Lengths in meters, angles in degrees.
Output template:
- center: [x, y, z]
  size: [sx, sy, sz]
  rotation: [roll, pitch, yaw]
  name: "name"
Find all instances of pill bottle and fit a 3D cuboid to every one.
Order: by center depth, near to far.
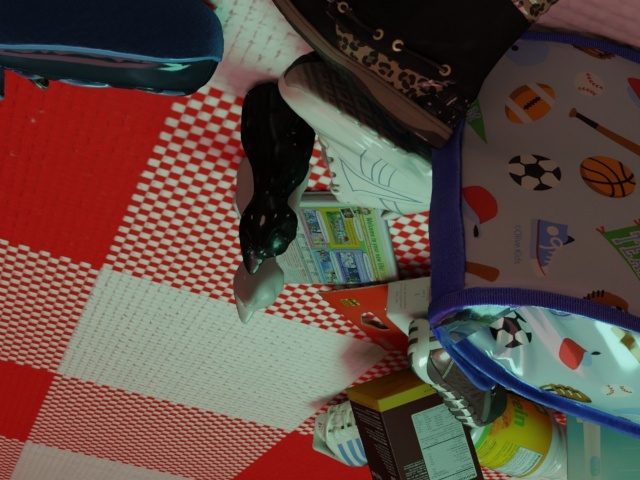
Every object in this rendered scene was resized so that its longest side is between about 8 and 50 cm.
- center: [0.331, 0.340, 1.674]
  size: [0.245, 0.136, 0.136]
  rotation: [23, 146, -25]
  name: "pill bottle"

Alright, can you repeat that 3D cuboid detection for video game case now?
- center: [0.000, 0.000, 1.292]
  size: [0.193, 0.023, 0.212]
  rotation: [0, 148, 13]
  name: "video game case"

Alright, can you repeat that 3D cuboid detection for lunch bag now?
- center: [0.267, -0.007, 0.930]
  size: [0.385, 0.328, 0.239]
  rotation: [21, 146, -24]
  name: "lunch bag"

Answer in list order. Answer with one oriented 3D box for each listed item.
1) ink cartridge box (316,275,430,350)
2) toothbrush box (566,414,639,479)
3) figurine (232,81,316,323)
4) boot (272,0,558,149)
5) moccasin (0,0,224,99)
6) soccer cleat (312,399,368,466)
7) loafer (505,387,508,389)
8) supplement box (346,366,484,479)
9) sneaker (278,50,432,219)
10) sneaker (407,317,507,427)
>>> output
- center: [0.156, 0.136, 1.426]
  size: [0.239, 0.060, 0.275]
  rotation: [-10, 151, 25]
  name: "ink cartridge box"
- center: [0.518, 0.372, 1.530]
  size: [0.216, 0.295, 0.126]
  rotation: [-11, 144, 28]
  name: "toothbrush box"
- center: [-0.060, -0.031, 1.070]
  size: [0.092, 0.209, 0.215]
  rotation: [10, 150, -3]
  name: "figurine"
- center: [0.076, -0.217, 0.844]
  size: [0.178, 0.236, 0.085]
  rotation: [-48, 165, 12]
  name: "boot"
- center: [-0.270, -0.191, 0.925]
  size: [0.342, 0.138, 0.117]
  rotation: [14, 153, -9]
  name: "moccasin"
- center: [0.068, 0.344, 1.761]
  size: [0.143, 0.116, 0.331]
  rotation: [14, 148, -7]
  name: "soccer cleat"
- center: [0.286, 0.231, 1.586]
  size: [0.148, 0.050, 0.056]
  rotation: [17, 148, -15]
  name: "loafer"
- center: [0.149, 0.318, 1.524]
  size: [0.129, 0.194, 0.191]
  rotation: [-16, 180, -14]
  name: "supplement box"
- center: [0.048, -0.090, 0.995]
  size: [0.129, 0.111, 0.297]
  rotation: [-29, 142, 25]
  name: "sneaker"
- center: [0.247, 0.182, 1.325]
  size: [0.162, 0.106, 0.281]
  rotation: [-15, 148, 28]
  name: "sneaker"
